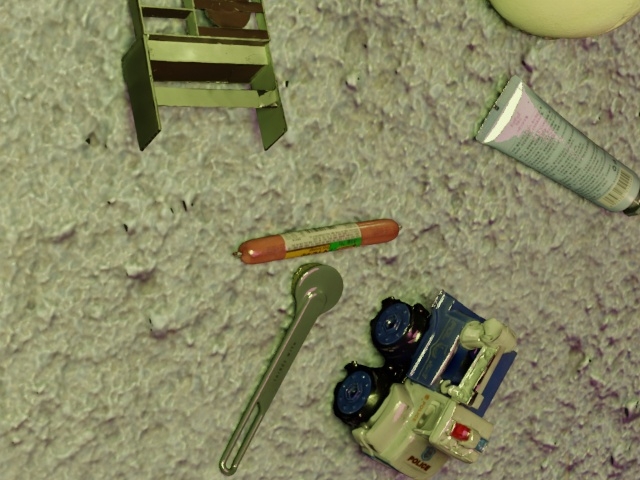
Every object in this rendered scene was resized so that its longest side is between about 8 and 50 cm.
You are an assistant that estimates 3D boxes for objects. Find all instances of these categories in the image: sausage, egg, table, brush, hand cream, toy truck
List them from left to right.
[{"bbox_3d":[-0.123,-0.182,1.390,0.146,0.062,0.175,-2,71,-32],"label":"table"},{"bbox_3d":[-0.052,0.146,1.550,0.062,0.027,0.266,27,91,-33],"label":"brush"},{"bbox_3d":[0.000,0.000,1.538,0.223,0.029,0.029,-9,107,-30],"label":"sausage"},{"bbox_3d":[0.140,0.177,1.583,0.161,0.177,0.213,32,84,-35],"label":"toy truck"},{"bbox_3d":[0.309,-0.107,1.693,0.271,0.058,0.091,28,98,-30],"label":"hand cream"},{"bbox_3d":[0.307,-0.370,1.553,0.264,0.174,0.286,-14,106,-32],"label":"egg"}]
